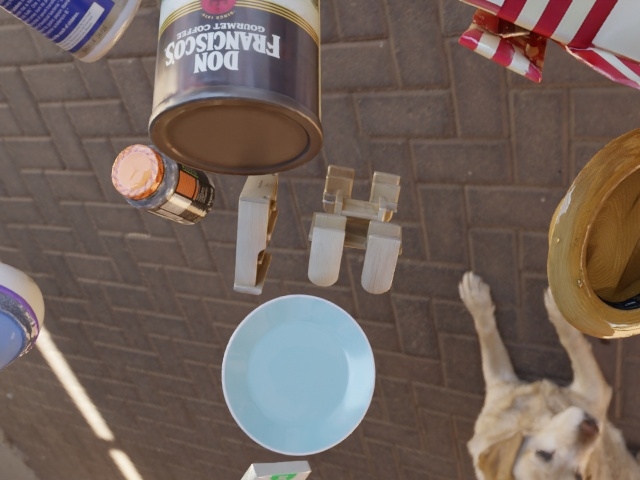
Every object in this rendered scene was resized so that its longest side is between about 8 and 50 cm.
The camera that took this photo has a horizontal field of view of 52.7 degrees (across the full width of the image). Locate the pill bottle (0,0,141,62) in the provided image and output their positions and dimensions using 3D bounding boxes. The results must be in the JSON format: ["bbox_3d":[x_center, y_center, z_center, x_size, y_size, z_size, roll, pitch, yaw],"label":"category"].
[{"bbox_3d":[-0.380,-0.370,0.848,0.153,0.153,0.264,-15,145,42],"label":"pill bottle"}]

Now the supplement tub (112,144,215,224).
[{"bbox_3d":[-0.281,-0.100,1.164,0.116,0.117,0.190,18,175,21],"label":"supplement tub"}]

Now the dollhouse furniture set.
[{"bbox_3d":[0.000,0.000,0.986,0.241,0.212,0.161,9,121,1],"label":"dollhouse furniture set"}]

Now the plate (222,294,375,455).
[{"bbox_3d":[-0.026,0.160,0.780,0.188,0.188,0.024,40,162,-3],"label":"plate"}]

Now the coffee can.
[{"bbox_3d":[-0.098,-0.244,0.794,0.201,0.276,0.201,-1,162,0],"label":"coffee can"}]

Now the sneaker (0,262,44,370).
[{"bbox_3d":[-0.336,0.140,0.395,0.236,0.322,0.130,-121,25,-48],"label":"sneaker"}]

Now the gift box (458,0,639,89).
[{"bbox_3d":[0.195,-0.236,0.384,0.276,0.255,0.258,26,132,2],"label":"gift box"}]

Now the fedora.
[{"bbox_3d":[0.271,-0.010,0.589,0.194,0.194,0.079,57,174,-21],"label":"fedora"}]

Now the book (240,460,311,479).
[{"bbox_3d":[-0.087,0.391,0.991,0.096,0.035,0.144,8,124,-33],"label":"book"}]
